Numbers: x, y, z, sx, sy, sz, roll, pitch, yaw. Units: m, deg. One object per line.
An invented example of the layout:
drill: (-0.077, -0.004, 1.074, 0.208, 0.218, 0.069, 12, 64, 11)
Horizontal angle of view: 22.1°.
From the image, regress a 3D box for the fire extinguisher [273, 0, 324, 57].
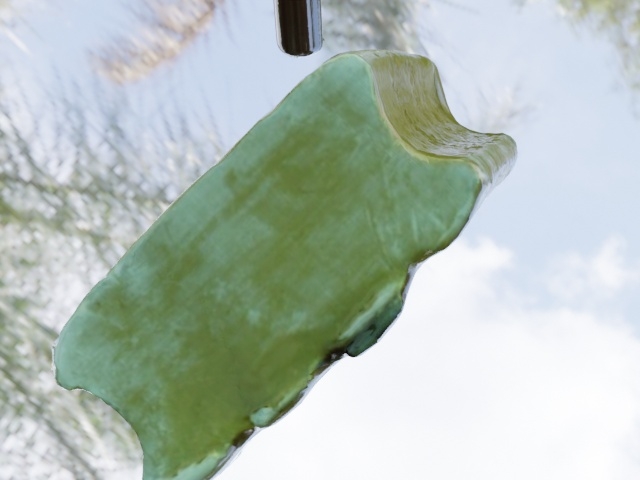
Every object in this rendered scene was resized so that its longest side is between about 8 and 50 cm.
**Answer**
fire extinguisher: (-0.015, -0.176, 0.922, 0.035, 0.173, 0.049, 8, -138, 14)

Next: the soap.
soap: (0.000, 0.000, 0.588, 0.140, 0.232, 0.073, -43, -92, 11)
